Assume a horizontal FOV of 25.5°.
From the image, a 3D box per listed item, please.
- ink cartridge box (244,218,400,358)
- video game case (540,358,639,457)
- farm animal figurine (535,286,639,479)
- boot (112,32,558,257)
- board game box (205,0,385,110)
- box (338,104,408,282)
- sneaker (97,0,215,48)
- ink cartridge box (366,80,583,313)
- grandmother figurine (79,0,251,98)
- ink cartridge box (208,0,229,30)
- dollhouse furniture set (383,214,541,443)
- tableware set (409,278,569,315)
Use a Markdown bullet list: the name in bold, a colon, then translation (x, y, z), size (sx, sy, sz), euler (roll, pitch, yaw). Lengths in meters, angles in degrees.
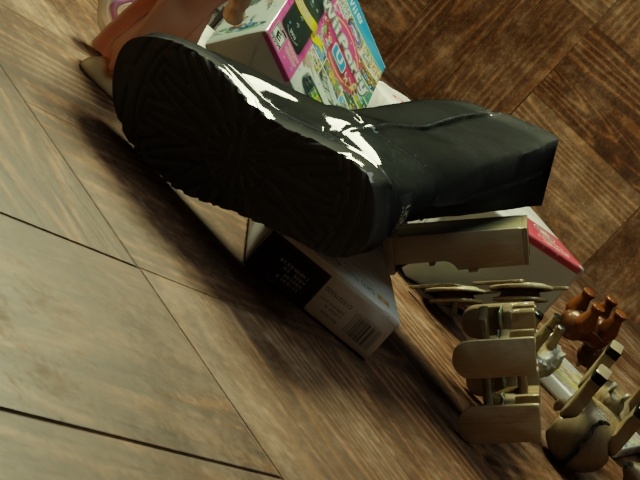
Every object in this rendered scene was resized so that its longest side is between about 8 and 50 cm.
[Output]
- **ink cartridge box**: translation (0.000, 0.000, 1.662), size (0.176, 0.069, 0.371), euler (39, 15, -12)
- **video game case**: translation (0.403, 0.244, 2.193), size (0.227, 0.026, 0.206), euler (47, 13, 20)
- **farm animal figurine**: translation (0.390, 0.236, 1.869), size (0.330, 0.172, 0.327), euler (46, 27, 23)
- **boot**: translation (0.031, -0.128, 1.607), size (0.367, 0.146, 0.445), euler (36, 28, 22)
- **board game box**: translation (-0.025, -0.250, 1.936), size (0.224, 0.097, 0.303), euler (64, 28, -27)
- **box**: translation (0.068, -0.059, 1.790), size (0.136, 0.036, 0.225), euler (54, 12, -39)
- **sneaker**: translation (-0.214, -0.260, 1.852), size (0.152, 0.114, 0.305), euler (32, 2, 30)
- **ink cartridge box**: translation (0.193, -0.054, 2.213), size (0.279, 0.160, 0.385), euler (29, 18, -34)
- **grandmother figurine**: translation (-0.133, -0.304, 1.625), size (0.104, 0.342, 0.208), euler (44, 12, 9)
- **ink cartridge box**: translation (-0.174, -0.359, 2.148), size (0.063, 0.150, 0.109), euler (28, 18, -49)
- **dollhouse furniture set**: translation (0.167, 0.102, 1.638), size (0.212, 0.161, 0.242), euler (-48, 133, -78)
- **tableware set**: translation (0.230, 0.082, 1.946), size (0.194, 0.039, 0.128), euler (-5, -9, 40)
